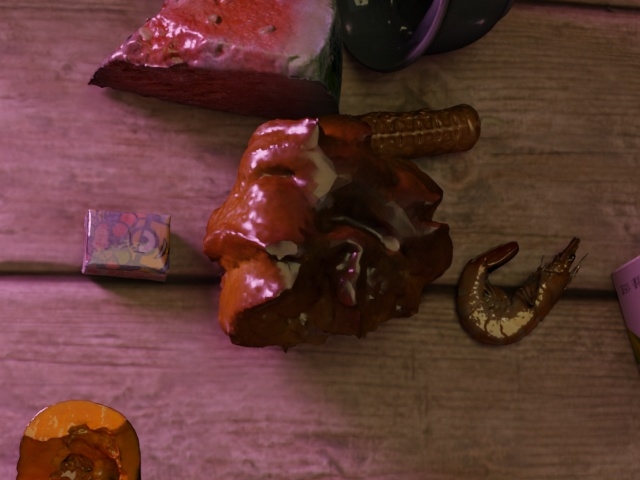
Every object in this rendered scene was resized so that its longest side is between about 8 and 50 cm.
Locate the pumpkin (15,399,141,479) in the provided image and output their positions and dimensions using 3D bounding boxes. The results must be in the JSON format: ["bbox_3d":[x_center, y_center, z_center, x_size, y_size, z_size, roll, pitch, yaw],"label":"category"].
[{"bbox_3d":[-0.224,0.240,1.437,0.119,0.107,0.183,17,77,-4],"label":"pumpkin"}]

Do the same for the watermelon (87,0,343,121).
[{"bbox_3d":[-0.104,-0.189,1.581,0.257,0.193,0.139,0,73,-3],"label":"watermelon"}]

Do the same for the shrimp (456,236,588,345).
[{"bbox_3d":[0.206,0.041,1.671,0.095,0.045,0.162,38,70,20],"label":"shrimp"}]

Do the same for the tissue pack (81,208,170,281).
[{"bbox_3d":[-0.189,0.005,1.557,0.083,0.035,0.063,4,72,-16],"label":"tissue pack"}]

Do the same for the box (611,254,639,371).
[{"bbox_3d":[0.414,0.080,1.595,0.111,0.260,0.194,-10,76,-20],"label":"box"}]

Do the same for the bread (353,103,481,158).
[{"bbox_3d":[0.095,-0.112,1.674,0.157,0.044,0.052,-8,73,-19],"label":"bread"}]

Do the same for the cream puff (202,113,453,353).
[{"bbox_3d":[0.000,0.000,1.551,0.241,0.155,0.269,44,64,-11],"label":"cream puff"}]

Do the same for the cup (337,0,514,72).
[{"bbox_3d":[0.126,-0.272,1.678,0.150,0.199,0.199,-1,73,-36],"label":"cup"}]
